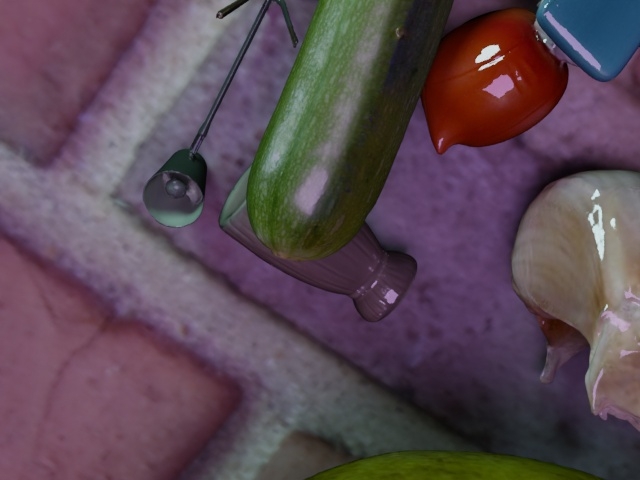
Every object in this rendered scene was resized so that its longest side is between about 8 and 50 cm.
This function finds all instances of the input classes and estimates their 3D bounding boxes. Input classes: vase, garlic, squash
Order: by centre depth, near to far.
[{"bbox_3d":[0.024,-0.098,0.586,0.066,0.066,0.229,19,95,-5],"label":"squash"},{"bbox_3d":[0.181,0.038,0.647,0.174,0.099,0.124,23,91,-11],"label":"garlic"},{"bbox_3d":[0.000,0.000,0.654,0.100,0.053,0.053,36,108,-15],"label":"vase"}]

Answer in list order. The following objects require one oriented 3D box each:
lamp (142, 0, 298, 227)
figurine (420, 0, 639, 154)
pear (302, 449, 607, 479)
[{"bbox_3d":[-0.053,-0.067,0.636,0.041,0.054,0.121,26,117,-8],"label":"lamp"},{"bbox_3d":[0.107,-0.094,0.602,0.140,0.075,0.068,-41,104,14],"label":"figurine"},{"bbox_3d":[0.059,0.278,0.616,0.413,0.352,0.352,-16,110,1],"label":"pear"}]
